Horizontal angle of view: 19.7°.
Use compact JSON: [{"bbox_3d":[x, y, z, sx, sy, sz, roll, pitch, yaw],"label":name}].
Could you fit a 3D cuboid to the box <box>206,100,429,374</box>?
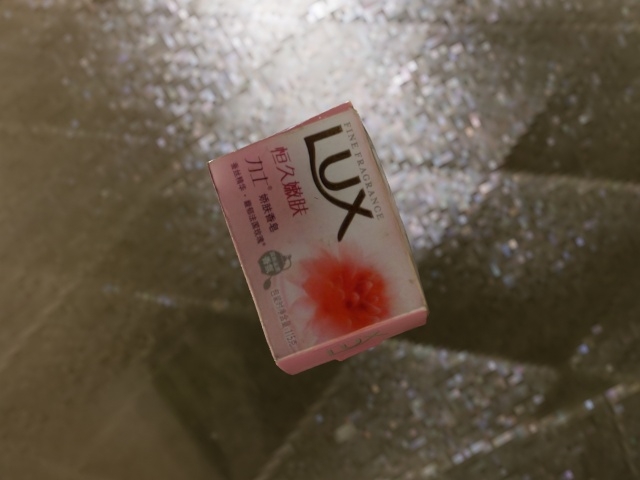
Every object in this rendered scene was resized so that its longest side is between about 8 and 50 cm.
[{"bbox_3d":[0.000,0.000,1.212,0.111,0.156,0.060,-21,-8,1],"label":"box"}]
